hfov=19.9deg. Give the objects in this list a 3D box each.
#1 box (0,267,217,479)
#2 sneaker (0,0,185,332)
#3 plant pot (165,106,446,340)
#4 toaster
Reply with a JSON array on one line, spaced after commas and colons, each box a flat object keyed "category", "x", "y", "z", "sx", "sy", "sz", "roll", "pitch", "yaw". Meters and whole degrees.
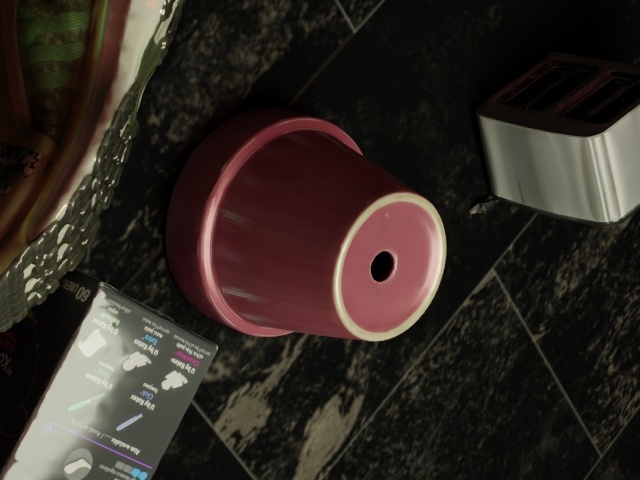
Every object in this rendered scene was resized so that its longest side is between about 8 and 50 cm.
[{"category": "box", "x": -0.230, "y": 0.153, "z": 1.406, "sx": 0.143, "sy": 0.165, "sz": 0.270, "roll": 33, "pitch": 81, "yaw": -45}, {"category": "sneaker", "x": -0.217, "y": -0.118, "z": 1.303, "sx": 0.158, "sy": 0.182, "sz": 0.410, "roll": 109, "pitch": 0, "yaw": -64}, {"category": "plant pot", "x": 0.000, "y": 0.000, "z": 1.557, "sx": 0.201, "sy": 0.180, "sz": 0.201, "roll": -17, "pitch": 116, "yaw": -39}, {"category": "toaster", "x": 0.255, "y": -0.097, "z": 1.772, "sx": 0.185, "sy": 0.168, "sz": 0.110, "roll": -36, "pitch": 123, "yaw": -30}]
